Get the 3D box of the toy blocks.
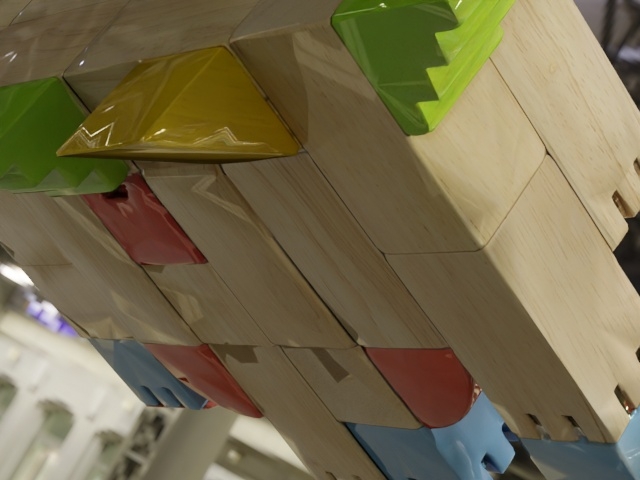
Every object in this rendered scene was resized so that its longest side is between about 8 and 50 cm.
[{"bbox_3d":[0.000,0.000,0.654,0.381,0.191,0.261,-2,-47,48],"label":"toy blocks"}]
